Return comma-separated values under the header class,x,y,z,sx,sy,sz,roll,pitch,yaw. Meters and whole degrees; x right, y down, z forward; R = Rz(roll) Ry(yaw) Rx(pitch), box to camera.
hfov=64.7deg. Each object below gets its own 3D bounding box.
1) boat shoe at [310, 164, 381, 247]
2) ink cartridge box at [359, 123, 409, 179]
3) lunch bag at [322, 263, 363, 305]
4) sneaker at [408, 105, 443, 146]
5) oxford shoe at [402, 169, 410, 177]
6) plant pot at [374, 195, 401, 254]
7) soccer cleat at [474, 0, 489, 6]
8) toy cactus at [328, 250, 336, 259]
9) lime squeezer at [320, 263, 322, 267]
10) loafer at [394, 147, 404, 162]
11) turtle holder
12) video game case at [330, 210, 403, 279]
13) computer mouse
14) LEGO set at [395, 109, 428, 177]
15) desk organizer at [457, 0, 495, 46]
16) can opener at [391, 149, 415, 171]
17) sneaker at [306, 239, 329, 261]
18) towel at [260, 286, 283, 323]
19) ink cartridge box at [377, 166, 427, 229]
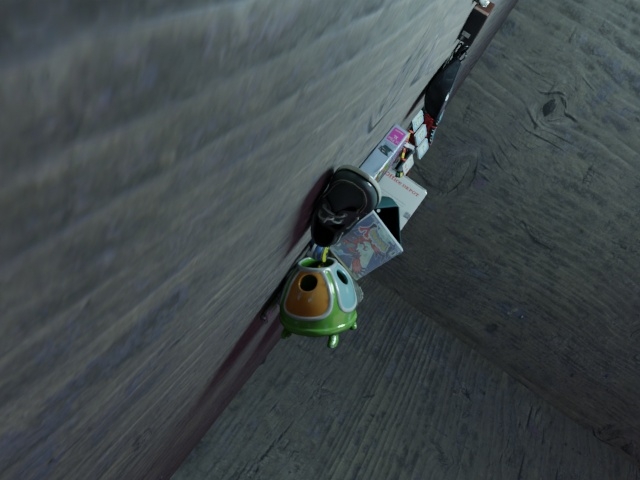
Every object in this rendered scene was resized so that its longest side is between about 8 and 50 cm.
class,x,y,z,sx,sy,sz,roll,pitch,yaw
boat shoe,0.044,-0.062,1.113,0.099,0.116,0.319,-56,-179,-19
ink cartridge box,0.136,-0.179,1.471,0.311,0.065,0.185,-50,173,-27
lunch bag,0.043,0.228,2.142,0.212,0.256,0.305,-55,175,14
sneaker,0.439,-0.471,2.023,0.125,0.104,0.262,-54,175,-25
oxford shoe,0.299,-0.227,2.253,0.348,0.123,0.130,-55,180,24
plant pot,0.173,-0.063,1.703,0.234,0.166,0.165,-85,169,-70
soccer cleat,0.408,-0.607,1.266,0.029,0.036,0.083,-56,175,15
toy cactus,0.089,0.044,2.058,0.181,0.219,0.112,0,-119,45
lime squeezer,-0.034,0.085,1.762,0.109,0.059,0.310,-93,-156,-45
loafer,0.298,-0.343,1.998,0.125,0.039,0.045,116,-22,-76
turtle holder,0.014,0.167,1.564,0.320,0.244,0.227,-15,109,-44
video game case,0.130,0.010,1.574,0.184,0.201,0.023,-34,-152,13
computer mouse,0.387,-0.502,1.615,0.188,0.072,0.272,109,5,-64
LEGO set,0.352,-0.346,1.902,0.244,0.060,0.182,-50,141,-28
desk organizer,0.441,-0.617,1.430,0.050,0.047,0.130,-55,175,-16
can opener,0.283,-0.285,2.113,0.280,0.074,0.093,-54,-151,12
sneaker,0.000,0.000,1.479,0.144,0.059,0.053,-72,159,-44
towel,-0.139,0.199,1.632,0.152,0.023,0.113,-53,175,-16
ink cartridge box,0.260,-0.132,2.017,0.283,0.207,0.117,-54,176,5
